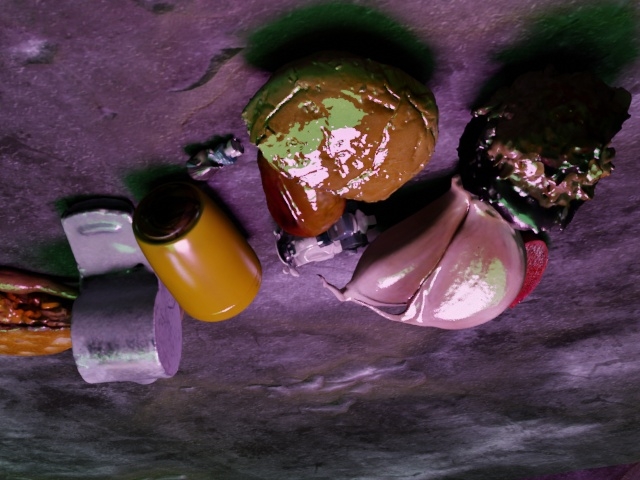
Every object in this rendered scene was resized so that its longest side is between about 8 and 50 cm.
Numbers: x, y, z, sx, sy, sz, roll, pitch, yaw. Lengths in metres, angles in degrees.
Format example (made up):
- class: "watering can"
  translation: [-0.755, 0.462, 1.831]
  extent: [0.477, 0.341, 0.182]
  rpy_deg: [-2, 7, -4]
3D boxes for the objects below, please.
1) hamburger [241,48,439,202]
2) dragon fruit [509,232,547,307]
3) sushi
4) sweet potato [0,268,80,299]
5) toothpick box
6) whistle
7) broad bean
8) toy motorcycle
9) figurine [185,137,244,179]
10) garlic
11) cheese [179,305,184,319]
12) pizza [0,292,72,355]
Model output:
- class: "hamburger"
  translation: [0.054, -0.178, 1.366]
  extent: [0.309, 0.132, 0.211]
  rpy_deg: [21, 128, -34]
- class: "dragon fruit"
  translation: [0.352, 0.040, 1.809]
  extent: [0.111, 0.153, 0.153]
  rpy_deg: [30, 172, 40]
- class: "sushi"
  translation: [0.324, -0.149, 1.356]
  extent: [0.225, 0.238, 0.218]
  rpy_deg: [13, 156, 2]
- class: "sweet potato"
  translation: [-0.590, 0.094, 1.948]
  extent: [0.214, 0.050, 0.050]
  rpy_deg: [11, 148, -16]
- class: "toothpick box"
  translation: [-0.227, 0.016, 1.692]
  extent: [0.175, 0.175, 0.271]
  rpy_deg: [-9, 145, 15]
- class: "whistle"
  translation: [-0.379, 0.107, 1.800]
  extent: [0.168, 0.404, 0.188]
  rpy_deg: [-5, -168, 7]
- class: "broad bean"
  translation: [-0.031, -0.096, 1.547]
  extent: [0.122, 0.156, 0.228]
  rpy_deg: [-36, 149, -21]
- class: "toy motorcycle"
  translation: [0.000, 0.000, 1.742]
  extent: [0.150, 0.102, 0.221]
  rpy_deg: [-1, 161, -43]
- class: "figurine"
  translation: [-0.176, -0.135, 1.558]
  extent: [0.106, 0.047, 0.060]
  rpy_deg: [-25, 178, 25]
- class: "garlic"
  translation: [0.200, 0.066, 1.653]
  extent: [0.340, 0.231, 0.246]
  rpy_deg: [-34, 161, 0]
- class: "cheese"
  translation: [-0.352, 0.203, 1.994]
  extent: [0.097, 0.192, 0.037]
  rpy_deg: [-3, 135, 12]
- class: "pizza"
  translation: [-0.673, 0.184, 2.038]
  extent: [0.409, 0.114, 0.278]
  rpy_deg: [-17, 150, 32]
